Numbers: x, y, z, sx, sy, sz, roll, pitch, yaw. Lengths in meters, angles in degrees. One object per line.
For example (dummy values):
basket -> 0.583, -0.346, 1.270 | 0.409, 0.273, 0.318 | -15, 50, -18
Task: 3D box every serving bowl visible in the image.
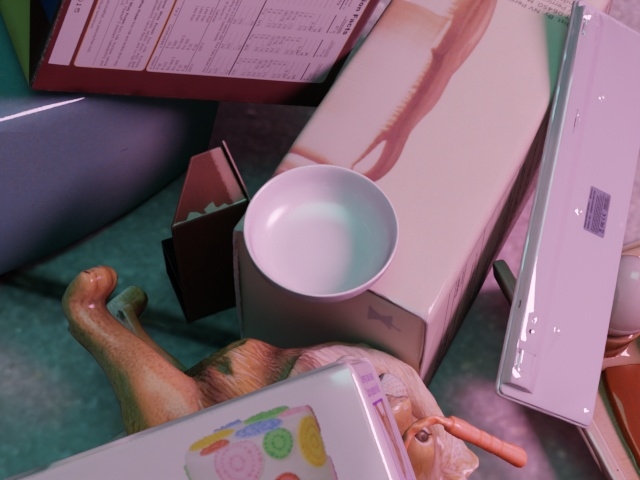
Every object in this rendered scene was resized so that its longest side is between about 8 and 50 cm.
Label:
serving bowl -> 0.000, 0.000, 0.652 | 0.083, 0.027, 0.083 | 1, 59, -1

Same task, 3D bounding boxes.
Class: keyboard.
keyboard -> 0.158, -0.020, 0.727 | 0.072, 0.014, 0.256 | 25, 71, -31

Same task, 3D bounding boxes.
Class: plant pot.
plant pot -> -0.192, -0.096, 0.799 | 0.234, 0.165, 0.165 | -21, 62, -29

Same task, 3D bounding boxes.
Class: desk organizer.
desk organizer -> -0.072, -0.001, 0.763 | 0.050, 0.130, 0.047 | -20, 62, -12

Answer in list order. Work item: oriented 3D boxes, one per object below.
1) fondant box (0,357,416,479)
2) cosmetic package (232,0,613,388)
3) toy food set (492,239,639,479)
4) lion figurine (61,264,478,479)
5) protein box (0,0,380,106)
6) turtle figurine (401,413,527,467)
fondant box -> -0.037, 0.244, 0.532 | 0.238, 0.096, 0.330 | -20, 84, 8
cosmetic package -> 0.071, -0.053, 0.792 | 0.129, 0.153, 0.296 | 25, 59, 13
toy food set -> 0.289, 0.060, 0.768 | 0.306, 0.092, 0.219 | -18, 61, -13
lion figurine -> -0.123, 0.168, 0.674 | 0.392, 0.142, 0.240 | -39, 75, -8
protein box -> -0.090, -0.201, 0.739 | 0.201, 0.136, 0.199 | 0, 49, -35
turtle figurine -> 0.063, 0.239, 0.614 | 0.217, 0.087, 0.269 | -34, 109, 0
